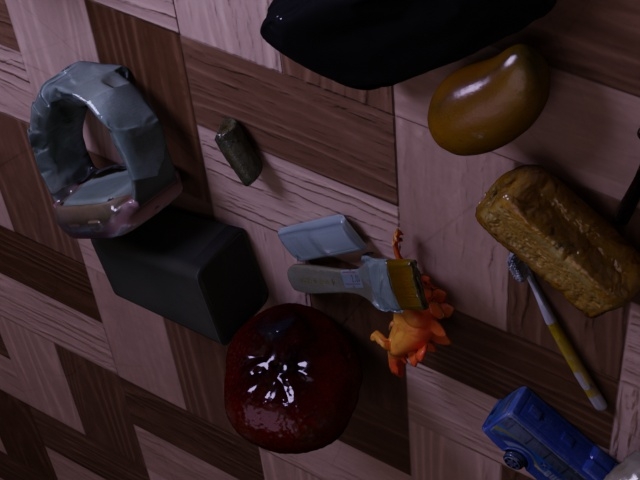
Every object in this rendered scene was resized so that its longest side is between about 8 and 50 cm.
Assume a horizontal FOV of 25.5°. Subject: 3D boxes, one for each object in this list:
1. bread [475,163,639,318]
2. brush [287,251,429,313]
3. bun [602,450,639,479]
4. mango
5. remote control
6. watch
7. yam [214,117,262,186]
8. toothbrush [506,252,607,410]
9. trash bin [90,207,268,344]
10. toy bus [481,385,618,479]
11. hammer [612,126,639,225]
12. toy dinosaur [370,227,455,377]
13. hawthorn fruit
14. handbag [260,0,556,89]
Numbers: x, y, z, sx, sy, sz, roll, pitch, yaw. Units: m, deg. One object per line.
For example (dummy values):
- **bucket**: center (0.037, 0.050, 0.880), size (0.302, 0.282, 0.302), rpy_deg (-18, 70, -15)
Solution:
- **bread**: center (0.288, 0.001, 1.680), size (0.211, 0.083, 0.114), rpy_deg (43, 154, -6)
- **brush**: center (0.042, 0.059, 1.998), size (0.336, 0.020, 0.085), rpy_deg (-1, 108, 59)
- **bun**: center (0.455, 0.349, 1.917), size (0.183, 0.102, 0.183), rpy_deg (1, 128, 2)
- **mango**: center (0.193, -0.158, 1.584), size (0.102, 0.085, 0.184), rpy_deg (48, 137, -6)
- **remote control**: center (0.000, 0.000, 2.021), size (0.162, 0.029, 0.061), rpy_deg (-13, 120, 52)
- **watch**: center (-0.330, -0.138, 2.080), size (0.253, 0.162, 0.241), rpy_deg (-2, 122, 46)
- **yam**: center (-0.113, -0.123, 1.972), size (0.043, 0.043, 0.094), rpy_deg (-2, 131, 46)
- **toothbrush**: center (0.312, 0.124, 1.863), size (0.021, 0.024, 0.288), rpy_deg (-4, 129, 45)
- **trash bin**: center (-0.225, 0.039, 2.218), size (0.241, 0.122, 0.164), rpy_deg (19, 142, 33)
- **toy bus**: center (0.343, 0.313, 2.015), size (0.236, 0.079, 0.094), rpy_deg (40, 146, -1)
- **hammer**: center (0.361, -0.061, 1.589), size (0.065, 0.021, 0.178), rpy_deg (31, 147, 12)
- **toy dinosaur**: center (0.134, 0.103, 1.974), size (0.117, 0.070, 0.288), rpy_deg (32, 140, 26)
- **hawthorn fruit**: center (-0.051, 0.224, 2.182), size (0.210, 0.230, 0.266), rpy_deg (-6, 160, -11)
- **handbag**: center (0.089, -0.252, 1.543), size (0.192, 0.075, 0.332), rpy_deg (25, 153, -30)
